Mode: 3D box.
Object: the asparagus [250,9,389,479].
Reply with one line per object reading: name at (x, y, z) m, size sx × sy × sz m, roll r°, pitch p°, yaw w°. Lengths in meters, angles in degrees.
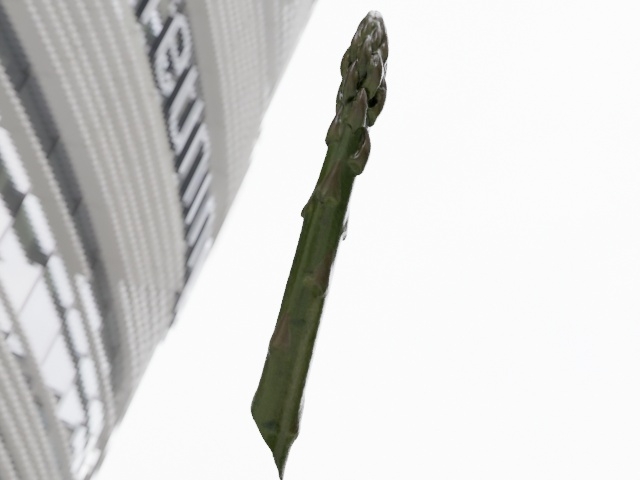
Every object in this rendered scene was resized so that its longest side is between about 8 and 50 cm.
asparagus at (0.001, 0.000, 0.739) m, size 0.027 × 0.236 × 0.034 m, roll 15°, pitch -3°, yaw -5°
